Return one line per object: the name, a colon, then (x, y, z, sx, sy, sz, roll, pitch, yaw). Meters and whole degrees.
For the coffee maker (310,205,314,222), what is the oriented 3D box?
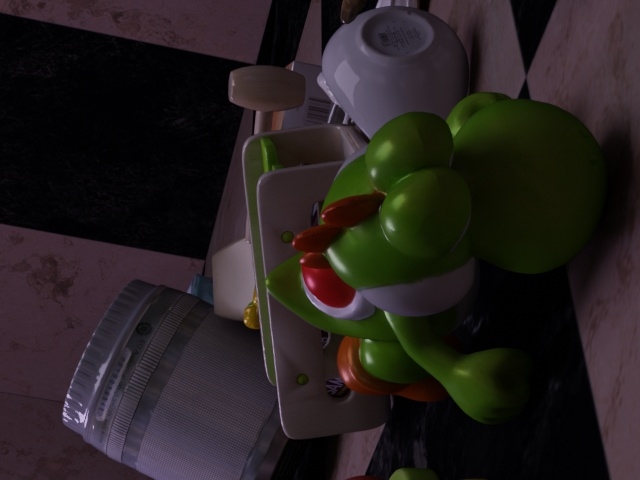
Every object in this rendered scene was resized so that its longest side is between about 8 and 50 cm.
coffee maker: (-0.027, 0.018, 1.759, 0.171, 0.120, 0.178, 155, 126, -80)

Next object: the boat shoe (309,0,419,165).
boat shoe: (0.044, -0.177, 1.608, 0.098, 0.096, 0.277, -98, 21, -65)

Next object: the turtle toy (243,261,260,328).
turtle toy: (-0.037, 0.039, 1.495, 0.130, 0.066, 0.095, 119, 162, -58)

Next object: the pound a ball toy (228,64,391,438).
pound a ball toy: (0.000, 0.000, 1.361, 0.208, 0.135, 0.319, -115, 19, -67)

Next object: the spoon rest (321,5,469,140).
spoon rest: (0.084, -0.116, 1.261, 0.084, 0.137, 0.276, 89, 169, -46)

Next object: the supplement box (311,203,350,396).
supplement box: (0.026, 0.041, 1.552, 0.130, 0.073, 0.239, 123, 157, -67)

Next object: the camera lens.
camera lens: (-0.142, 0.192, 1.681, 0.219, 0.274, 0.219, 25, -90, -86)

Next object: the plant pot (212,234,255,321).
plant pot: (-0.066, 0.048, 1.627, 0.096, 0.109, 0.109, -10, 79, 37)

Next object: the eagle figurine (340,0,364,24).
eagle figurine: (0.137, -0.321, 1.073, 0.226, 0.225, 0.298, -9, 28, 40)

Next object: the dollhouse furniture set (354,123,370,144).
dollhouse furniture set: (0.083, -0.145, 1.414, 0.058, 0.076, 0.152, -169, 99, -79)

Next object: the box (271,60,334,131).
box: (-0.020, -0.182, 2.032, 0.170, 0.091, 0.130, -177, 97, -81)

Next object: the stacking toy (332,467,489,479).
stacking toy: (0.023, 0.309, 1.084, 0.279, 0.130, 0.309, -156, 77, -80)

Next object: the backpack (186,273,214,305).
backpack: (-0.109, 0.144, 1.952, 0.253, 0.191, 0.225, 130, 152, -65)

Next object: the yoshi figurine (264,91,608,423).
yoshi figurine: (0.100, 0.005, 0.976, 0.203, 0.203, 0.362, -49, -10, -13)
